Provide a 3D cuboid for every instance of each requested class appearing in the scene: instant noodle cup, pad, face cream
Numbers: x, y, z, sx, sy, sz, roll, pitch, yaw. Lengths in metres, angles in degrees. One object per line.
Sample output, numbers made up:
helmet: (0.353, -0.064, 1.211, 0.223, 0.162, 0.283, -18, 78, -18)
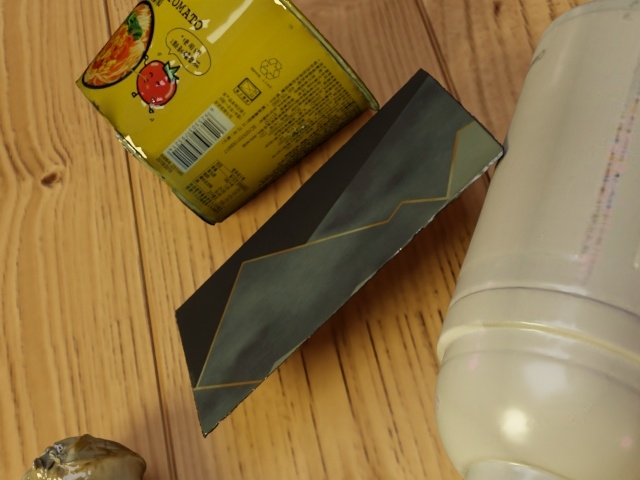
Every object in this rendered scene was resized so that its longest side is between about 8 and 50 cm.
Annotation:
instant noodle cup: (-0.072, -0.107, 0.858, 0.144, 0.182, 0.182, -44, 51, 2)
pad: (0.000, 0.000, 0.776, 0.243, 0.004, 0.163, -44, 26, 8)
face cream: (0.136, 0.052, 0.664, 0.145, 0.145, 0.369, 8, 60, 28)

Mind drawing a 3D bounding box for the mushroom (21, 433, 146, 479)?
mushroom: (-0.093, 0.192, 0.714, 0.223, 0.081, 0.092, 29, 91, 38)
